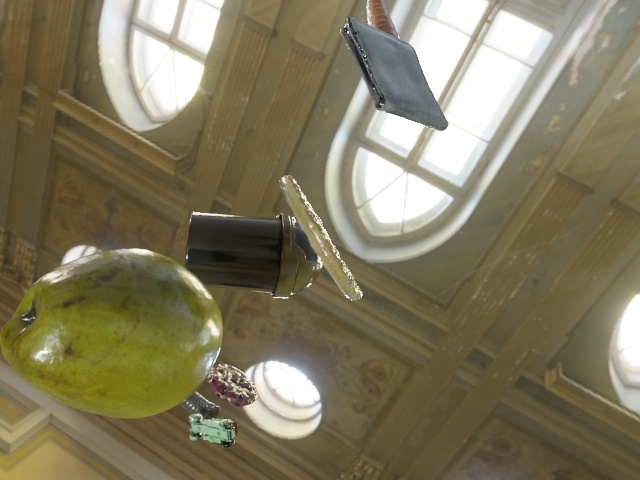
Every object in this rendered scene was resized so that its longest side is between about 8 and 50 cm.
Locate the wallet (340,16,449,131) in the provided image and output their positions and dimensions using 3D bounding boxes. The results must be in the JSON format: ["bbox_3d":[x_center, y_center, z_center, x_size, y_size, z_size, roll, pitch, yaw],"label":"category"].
[{"bbox_3d":[0.129,-0.292,0.834,0.168,0.036,0.221,6,-124,-37],"label":"wallet"}]

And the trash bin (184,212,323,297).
[{"bbox_3d":[-0.156,0.031,1.181,0.334,0.214,0.214,7,-151,-10],"label":"trash bin"}]

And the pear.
[{"bbox_3d":[-0.292,0.138,0.710,0.307,0.253,0.253,27,-163,-49],"label":"pear"}]

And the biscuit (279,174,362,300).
[{"bbox_3d":[0.000,0.000,0.861,0.265,0.040,0.188,59,-179,-7],"label":"biscuit"}]

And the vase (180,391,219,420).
[{"bbox_3d":[-0.435,0.498,1.523,0.238,0.115,0.115,30,-155,22],"label":"vase"}]

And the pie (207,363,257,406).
[{"bbox_3d":[-0.240,0.397,1.305,0.155,0.036,0.154,31,-170,-6],"label":"pie"}]

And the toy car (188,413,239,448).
[{"bbox_3d":[-0.293,0.510,1.285,0.144,0.073,0.054,0,-171,26],"label":"toy car"}]

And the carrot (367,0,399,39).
[{"bbox_3d":[0.135,-0.490,1.066,0.069,0.069,0.335,13,-126,-24],"label":"carrot"}]
